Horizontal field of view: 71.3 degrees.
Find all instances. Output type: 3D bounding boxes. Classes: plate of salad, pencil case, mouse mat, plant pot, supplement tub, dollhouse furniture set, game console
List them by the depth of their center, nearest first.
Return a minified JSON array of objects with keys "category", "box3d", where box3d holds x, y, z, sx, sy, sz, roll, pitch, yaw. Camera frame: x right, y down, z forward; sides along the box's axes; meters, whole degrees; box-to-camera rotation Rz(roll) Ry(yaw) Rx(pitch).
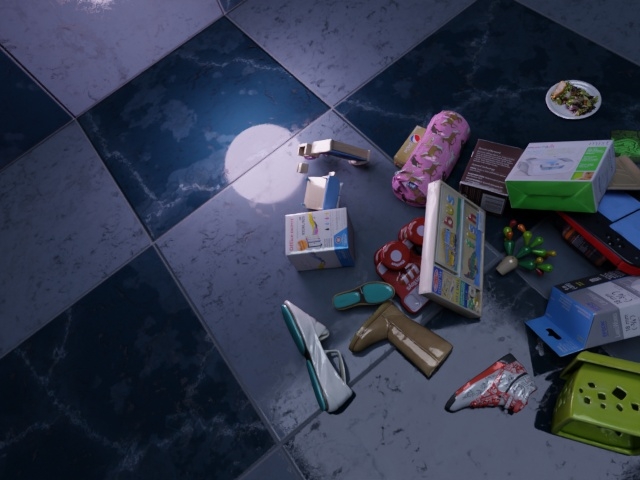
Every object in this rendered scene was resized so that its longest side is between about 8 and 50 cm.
[{"category":"plant pot","box3d":[0.790,0.446,1.241,0.228,0.227,0.207,10,61,18]},{"category":"game console","box3d":[1.006,-0.072,1.452,0.386,0.060,0.342,-21,58,-21]},{"category":"supplement tub","box3d":[0.895,-0.013,1.498,0.106,0.106,0.198,-37,63,-6]},{"category":"mouse mat","box3d":[1.178,-0.346,1.649,0.189,0.007,0.153,7,67,17]},{"category":"pencil case","box3d":[0.431,-0.318,1.725,0.160,0.167,0.386,21,70,39]},{"category":"plate of salad","box3d":[1.008,-0.568,1.773,0.199,0.048,0.200,-5,63,10]},{"category":"dollhouse furniture set","box3d":[0.038,-0.233,1.826,0.286,0.198,0.304,11,92,58]}]

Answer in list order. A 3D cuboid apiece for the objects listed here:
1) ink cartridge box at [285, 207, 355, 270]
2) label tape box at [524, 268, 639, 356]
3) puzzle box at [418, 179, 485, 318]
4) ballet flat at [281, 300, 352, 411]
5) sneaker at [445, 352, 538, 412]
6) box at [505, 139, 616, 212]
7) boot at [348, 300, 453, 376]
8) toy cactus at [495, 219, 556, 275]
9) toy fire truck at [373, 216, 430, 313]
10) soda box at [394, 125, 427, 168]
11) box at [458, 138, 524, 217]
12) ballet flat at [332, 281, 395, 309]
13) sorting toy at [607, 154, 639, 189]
[{"category":"ink cartridge box","box3d":[0.000,0.000,1.667,0.232,0.168,0.171,-7,64,11]},{"category":"label tape box","box3d":[0.816,0.205,1.334,0.333,0.241,0.106,-16,103,4]},{"category":"puzzle box","box3d":[0.454,0.028,1.506,0.052,0.272,0.409,-20,53,50]},{"category":"ballet flat","box3d":[-0.009,0.377,1.526,0.139,0.139,0.400,-26,66,0]},{"category":"sneaker","box3d":[0.526,0.476,1.357,0.270,0.090,0.145,-33,59,-7]},{"category":"box","box3d":[0.786,-0.212,1.460,0.261,0.127,0.231,10,49,46]},{"category":"boot","box3d":[0.262,0.352,1.482,0.269,0.089,0.236,38,78,25]},{"category":"toy cactus","box3d":[0.685,0.049,1.536,0.180,0.112,0.219,-42,64,12]},{"category":"toy fire truck","box3d":[0.349,0.074,1.573,0.302,0.169,0.254,-41,87,-7]},{"category":"soda box","box3d":[0.373,-0.378,1.822,0.058,0.061,0.181,30,75,23]},{"category":"box","box3d":[0.619,-0.225,1.630,0.167,0.168,0.203,19,70,22]},{"category":"ballet flat","box3d":[0.155,0.191,1.572,0.232,0.073,0.080,-13,83,21]},{"category":"sorting toy","box3d":[0.979,-0.258,1.584,0.228,0.041,0.307,-2,38,9]}]
